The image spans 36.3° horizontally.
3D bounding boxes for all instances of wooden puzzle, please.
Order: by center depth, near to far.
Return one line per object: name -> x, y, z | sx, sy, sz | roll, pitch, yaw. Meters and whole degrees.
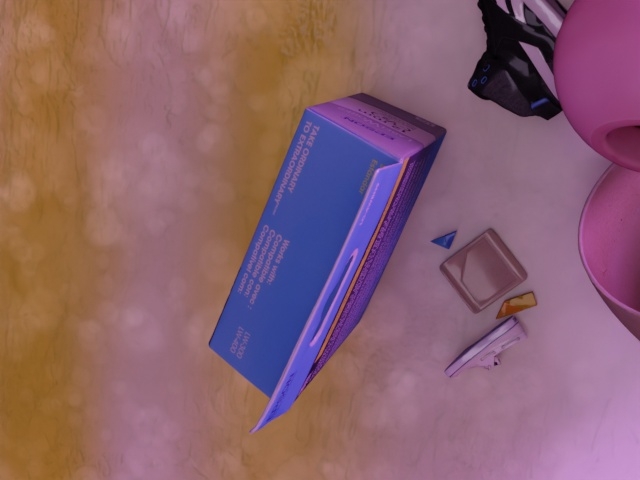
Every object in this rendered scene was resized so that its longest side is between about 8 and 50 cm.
wooden puzzle -> 0.177, 0.034, 1.055 | 0.078, 0.014, 0.116 | -31, 91, 15

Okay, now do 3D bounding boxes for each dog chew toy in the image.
dog chew toy -> 0.326, -0.226, 0.845 | 0.206, 0.206, 0.332 | 14, 75, 14

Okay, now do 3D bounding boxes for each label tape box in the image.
label tape box -> 0.000, 0.000, 0.923 | 0.115, 0.347, 0.249 | 27, 107, 10

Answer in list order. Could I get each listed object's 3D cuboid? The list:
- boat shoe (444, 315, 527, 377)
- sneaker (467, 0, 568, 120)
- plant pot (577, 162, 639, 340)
boat shoe -> 0.181, 0.124, 1.061 | 0.100, 0.035, 0.035 | -40, 85, 13
sneaker -> 0.174, -0.213, 0.973 | 0.121, 0.079, 0.217 | -42, 81, 28
plant pot -> 0.399, 0.030, 0.876 | 0.284, 0.284, 0.191 | -20, 126, 19
